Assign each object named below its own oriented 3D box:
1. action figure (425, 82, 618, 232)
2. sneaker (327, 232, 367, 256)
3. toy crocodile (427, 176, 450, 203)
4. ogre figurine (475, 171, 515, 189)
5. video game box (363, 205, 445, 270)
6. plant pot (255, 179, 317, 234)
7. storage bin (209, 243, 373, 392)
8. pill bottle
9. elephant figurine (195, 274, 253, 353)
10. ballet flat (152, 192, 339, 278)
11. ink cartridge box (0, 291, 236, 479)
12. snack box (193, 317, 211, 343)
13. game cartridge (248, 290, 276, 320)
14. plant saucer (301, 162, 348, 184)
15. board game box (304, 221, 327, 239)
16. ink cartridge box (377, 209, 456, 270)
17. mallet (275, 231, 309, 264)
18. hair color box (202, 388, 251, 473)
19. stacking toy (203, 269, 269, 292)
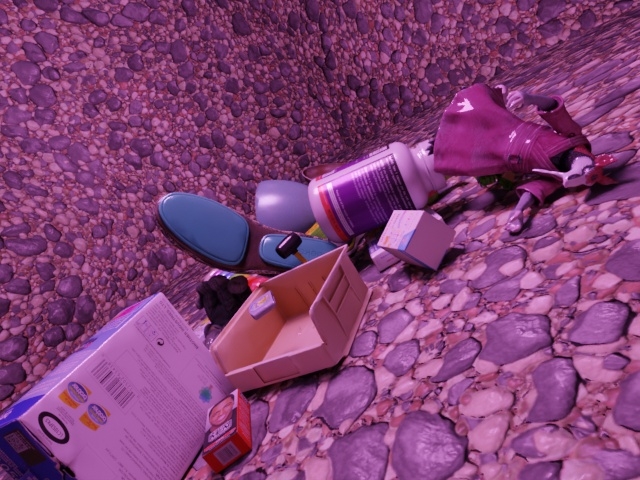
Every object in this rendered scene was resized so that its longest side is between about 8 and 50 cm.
[{"bbox_3d":[0.415,-0.177,0.924,0.275,0.248,0.370,-15,34,-40],"label":"action figure"},{"bbox_3d":[0.057,-0.031,1.340,0.111,0.121,0.300,-22,18,38],"label":"sneaker"},{"bbox_3d":[0.228,-0.125,1.269,0.340,0.115,0.105,-28,25,1],"label":"toy crocodile"},{"bbox_3d":[0.442,-0.188,1.082,0.197,0.097,0.118,-45,26,-1],"label":"ogre figurine"},{"bbox_3d":[0.205,-0.017,1.128,0.187,0.048,0.205,-29,14,7],"label":"video game box"},{"bbox_3d":[-0.080,-0.082,1.570,0.195,0.290,0.290,-10,20,13],"label":"plant pot"},{"bbox_3d":[-0.055,0.163,0.934,0.262,0.123,0.260,-25,16,29],"label":"storage bin"},{"bbox_3d":[0.142,-0.128,1.140,0.322,0.182,0.181,-22,16,15],"label":"pill bottle"},{"bbox_3d":[-0.228,0.218,1.114,0.185,0.240,0.169,-1,-29,-25],"label":"elephant figurine"},{"bbox_3d":[-0.179,0.028,1.131,0.182,0.482,0.164,133,150,-59],"label":"ballet flat"},{"bbox_3d":[-0.352,0.313,0.777,0.151,0.270,0.395,-28,14,27],"label":"ink cartridge box"},{"bbox_3d":[-0.355,0.286,1.357,0.100,0.037,0.141,-20,19,46],"label":"snack box"},{"bbox_3d":[-0.117,0.130,0.901,0.056,0.017,0.083,-38,14,-3],"label":"game cartridge"},{"bbox_3d":[0.089,-0.215,1.589,0.310,0.050,0.311,2,23,-1],"label":"plant saucer"},{"bbox_3d":[0.000,0.000,1.424,0.043,0.092,0.181,-21,18,43],"label":"board game box"},{"bbox_3d":[0.194,-0.004,0.954,0.092,0.089,0.143,-62,18,-5],"label":"ink cartridge box"},{"bbox_3d":[-0.018,0.057,1.062,0.062,0.189,0.039,-55,9,-23],"label":"mallet"},{"bbox_3d":[-0.160,0.325,0.784,0.072,0.043,0.141,-35,13,-3],"label":"hair color box"},{"bbox_3d":[-0.241,0.157,1.402,0.141,0.141,0.330,-41,23,-29],"label":"stacking toy"}]
